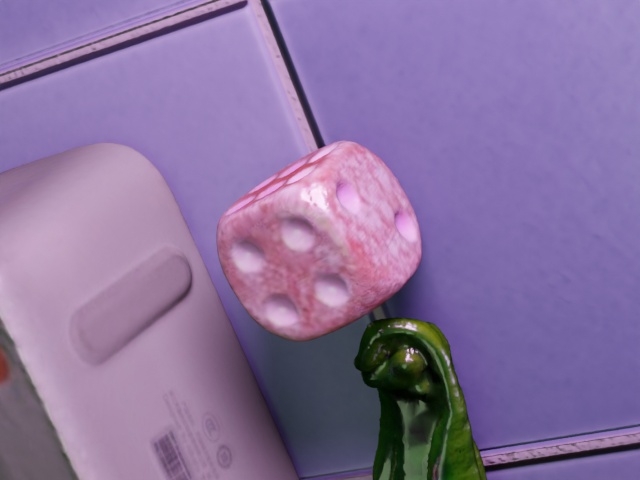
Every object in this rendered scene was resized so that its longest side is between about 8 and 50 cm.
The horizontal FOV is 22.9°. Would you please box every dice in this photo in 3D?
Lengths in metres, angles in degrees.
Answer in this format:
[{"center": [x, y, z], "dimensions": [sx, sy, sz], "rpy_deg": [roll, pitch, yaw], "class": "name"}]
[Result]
[{"center": [0.000, 0.000, 0.957], "dimensions": [0.093, 0.094, 0.091], "rpy_deg": [-26, 103, 31], "class": "dice"}]

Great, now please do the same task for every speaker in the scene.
[{"center": [-0.144, 0.158, 1.042], "dimensions": [0.183, 0.184, 0.406], "rpy_deg": [-14, 106, 31], "class": "speaker"}]

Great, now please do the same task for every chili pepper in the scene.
[{"center": [0.062, 0.164, 1.018], "dimensions": [0.100, 0.074, 0.257], "rpy_deg": [9, 111, 25], "class": "chili pepper"}]
